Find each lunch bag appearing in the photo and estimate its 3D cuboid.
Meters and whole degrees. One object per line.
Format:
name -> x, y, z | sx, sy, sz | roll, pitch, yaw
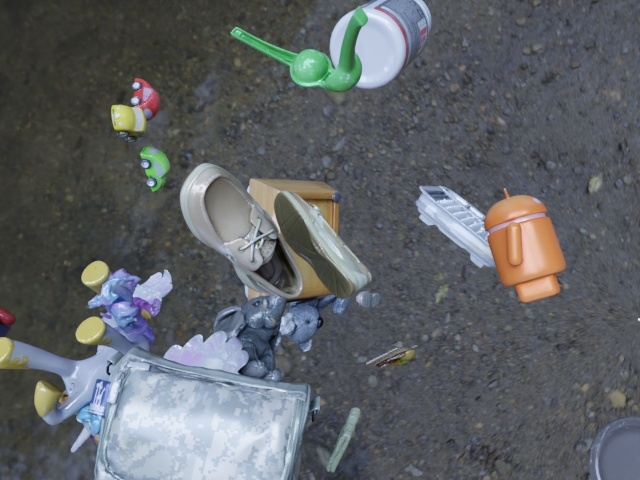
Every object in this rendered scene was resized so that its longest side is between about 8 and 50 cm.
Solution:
lunch bag -> -0.170, 0.299, 0.904 | 0.305, 0.212, 0.256 | 12, 104, 0

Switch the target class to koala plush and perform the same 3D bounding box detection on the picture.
koala plush -> -0.047, 0.226, 1.956 | 0.203, 0.196, 0.221 | 5, 64, 31

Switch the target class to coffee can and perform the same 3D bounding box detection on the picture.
coffee can -> 0.702, 0.452, 1.243 | 0.201, 0.275, 0.202 | -16, 69, 50

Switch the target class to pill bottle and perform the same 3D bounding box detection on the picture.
pill bottle -> 0.185, -0.575, 1.749 | 0.210, 0.363, 0.210 | 13, 124, 20

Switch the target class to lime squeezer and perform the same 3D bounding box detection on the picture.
lime squeezer -> -0.015, -0.232, 0.796 | 0.310, 0.110, 0.059 | 23, 89, 55

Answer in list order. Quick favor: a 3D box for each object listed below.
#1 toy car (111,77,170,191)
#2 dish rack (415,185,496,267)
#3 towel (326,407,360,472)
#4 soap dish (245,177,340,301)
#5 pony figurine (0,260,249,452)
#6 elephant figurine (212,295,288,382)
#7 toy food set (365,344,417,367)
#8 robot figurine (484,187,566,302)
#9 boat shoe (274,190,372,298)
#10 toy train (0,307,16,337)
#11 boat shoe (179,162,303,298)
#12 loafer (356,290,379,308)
toy car -> -0.363, -0.213, 1.326 | 0.053, 0.239, 0.225 | -9, 119, 4
dish rack -> 0.375, -0.029, 1.588 | 0.285, 0.333, 0.072 | 42, 108, 16
towel -> 0.055, 0.484, 1.512 | 0.027, 0.110, 0.148 | 25, 123, 7
soap dish -> -0.059, 0.005, 1.440 | 0.118, 0.229, 0.291 | 5, 95, 46
pony figurine -> -0.347, 0.198, 1.087 | 0.303, 0.363, 0.351 | 36, 66, 26
elephant figurine -> -0.139, 0.195, 1.315 | 0.186, 0.169, 0.239 | 0, 56, 5
toy food set -> 0.221, 0.357, 1.863 | 0.132, 0.192, 0.038 | -31, 71, 21
robot figurine -> 0.394, 0.007, 1.207 | 0.128, 0.158, 0.219 | -35, 68, 61
boat shoe -> 0.001, -0.001, 0.757 | 0.153, 0.048, 0.056 | 50, 140, 14
toy train -> -0.626, 0.124, 1.024 | 0.143, 0.248, 0.105 | 32, 77, 3
boat shoe -> -0.108, -0.004, 0.963 | 0.098, 0.302, 0.109 | 22, 65, 33
loafer -> 0.113, 0.152, 1.597 | 0.039, 0.125, 0.045 | 4, 87, 27
